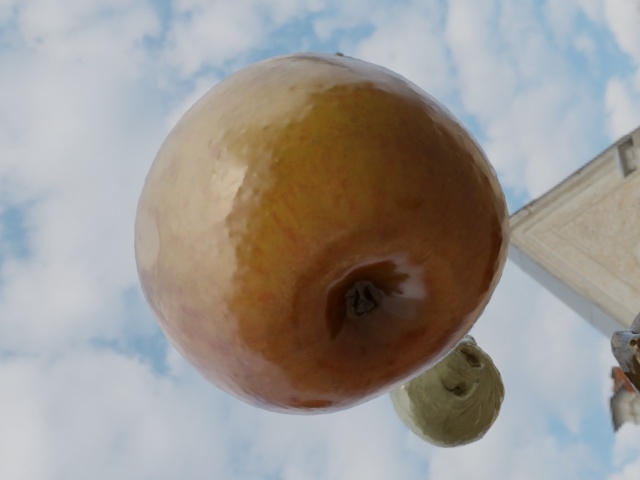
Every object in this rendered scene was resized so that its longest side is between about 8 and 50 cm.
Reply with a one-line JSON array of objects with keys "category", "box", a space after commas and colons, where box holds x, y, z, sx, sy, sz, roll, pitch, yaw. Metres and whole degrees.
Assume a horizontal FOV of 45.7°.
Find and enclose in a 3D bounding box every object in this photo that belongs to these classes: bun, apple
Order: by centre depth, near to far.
[{"category": "apple", "box": [0.000, 0.000, 0.617, 0.299, 0.275, 0.299, -8, -69, -20]}, {"category": "bun", "box": [0.208, 0.219, 1.225, 0.231, 0.133, 0.231, 25, -141, -22]}]

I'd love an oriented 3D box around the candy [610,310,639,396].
[{"category": "candy", "box": [0.359, 0.043, 0.644, 0.271, 0.101, 0.143, -42, -77, -15]}]
